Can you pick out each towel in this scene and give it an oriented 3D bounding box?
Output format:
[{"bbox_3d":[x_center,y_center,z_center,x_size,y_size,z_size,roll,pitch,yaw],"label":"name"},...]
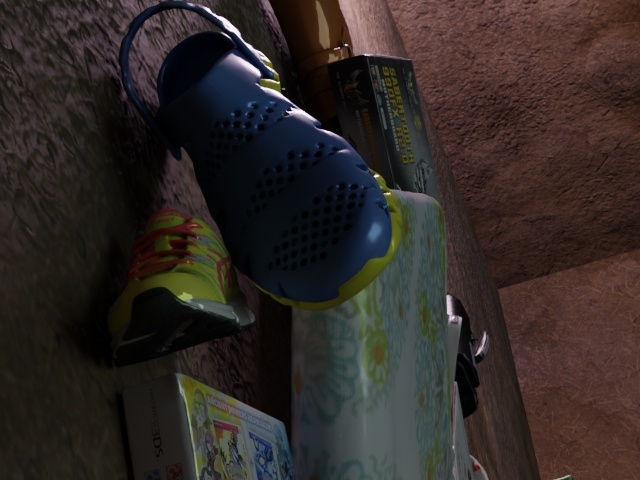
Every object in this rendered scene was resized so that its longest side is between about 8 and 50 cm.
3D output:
[{"bbox_3d":[0.050,0.114,1.044,0.374,0.090,0.320,-1,89,-74],"label":"towel"}]

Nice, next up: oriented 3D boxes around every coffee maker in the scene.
[{"bbox_3d":[0.166,0.160,1.713,0.171,0.120,0.178,43,21,-17],"label":"coffee maker"}]

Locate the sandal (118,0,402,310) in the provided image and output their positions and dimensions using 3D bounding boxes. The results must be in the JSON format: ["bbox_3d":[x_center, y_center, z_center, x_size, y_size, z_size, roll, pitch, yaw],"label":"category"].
[{"bbox_3d":[-0.060,-0.072,0.834,0.317,0.126,0.138,48,2,41],"label":"sandal"}]

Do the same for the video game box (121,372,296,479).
[{"bbox_3d":[-0.056,0.197,0.752,0.205,0.048,0.187,47,30,-65],"label":"video game box"}]

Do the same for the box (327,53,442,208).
[{"bbox_3d":[0.089,-0.119,1.481,0.183,0.056,0.231,-14,93,-66],"label":"box"}]

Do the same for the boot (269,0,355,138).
[{"bbox_3d":[-0.016,-0.259,1.486,0.283,0.109,0.220,57,22,-75],"label":"boot"}]

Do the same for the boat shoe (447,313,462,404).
[{"bbox_3d":[0.149,0.208,1.594,0.078,0.070,0.219,-15,111,-82],"label":"boat shoe"}]

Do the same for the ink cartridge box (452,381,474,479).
[{"bbox_3d":[0.151,0.358,1.326,0.261,0.066,0.296,-83,163,-60],"label":"ink cartridge box"}]

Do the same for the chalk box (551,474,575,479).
[{"bbox_3d":[0.385,0.566,1.933,0.180,0.179,0.288,48,27,-63],"label":"chalk box"}]

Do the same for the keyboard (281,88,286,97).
[{"bbox_3d":[-0.047,-0.134,1.280,0.192,0.038,0.100,51,25,-63],"label":"keyboard"}]

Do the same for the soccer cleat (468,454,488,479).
[{"bbox_3d":[0.235,0.421,1.754,0.076,0.068,0.196,129,-56,-80],"label":"soccer cleat"}]

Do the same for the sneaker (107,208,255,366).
[{"bbox_3d":[-0.097,0.025,0.743,0.208,0.082,0.094,60,14,-87],"label":"sneaker"}]
